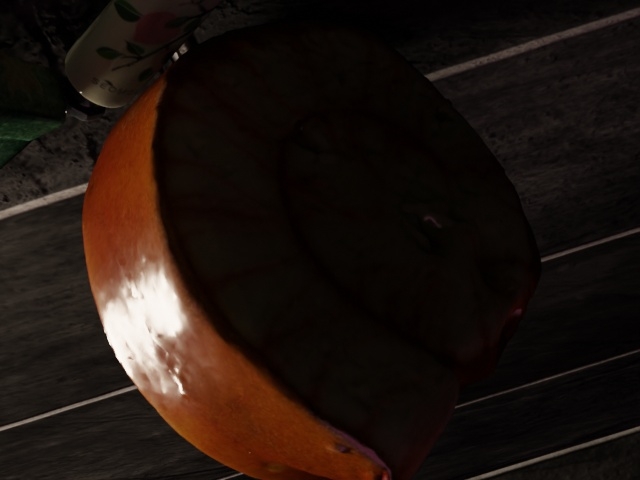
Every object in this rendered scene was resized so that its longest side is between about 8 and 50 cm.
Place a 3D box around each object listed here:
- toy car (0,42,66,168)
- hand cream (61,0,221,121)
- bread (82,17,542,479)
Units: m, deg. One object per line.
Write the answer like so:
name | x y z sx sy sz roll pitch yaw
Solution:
toy car | -0.308 -0.078 0.864 0.320 0.097 0.141 9 148 -46
hand cream | -0.089 -0.155 0.916 0.080 0.050 0.234 9 140 -41
bread | -0.001 -0.004 0.986 0.114 0.295 0.327 -39 -177 43
